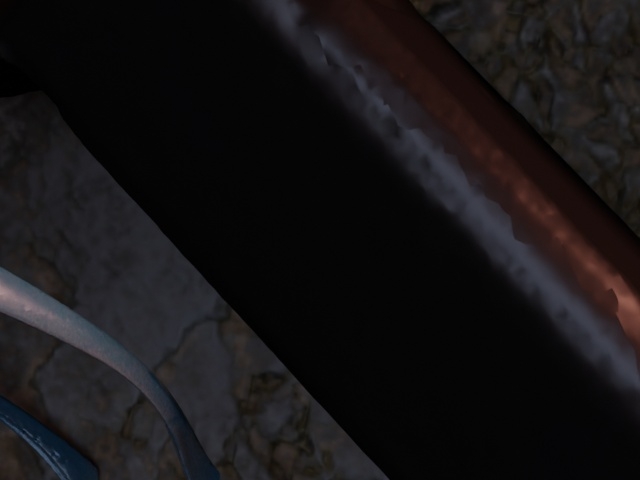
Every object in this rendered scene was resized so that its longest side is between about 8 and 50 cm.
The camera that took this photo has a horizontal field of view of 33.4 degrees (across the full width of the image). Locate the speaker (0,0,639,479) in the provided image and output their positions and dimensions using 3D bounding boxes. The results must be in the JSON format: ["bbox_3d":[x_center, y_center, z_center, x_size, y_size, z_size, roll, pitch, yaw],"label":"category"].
[{"bbox_3d":[0.000,0.000,0.445,0.388,0.180,0.184,46,107,6],"label":"speaker"}]

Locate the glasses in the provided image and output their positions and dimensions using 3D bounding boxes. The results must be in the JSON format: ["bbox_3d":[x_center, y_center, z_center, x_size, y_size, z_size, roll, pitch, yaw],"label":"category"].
[{"bbox_3d":[-0.159,0.064,0.444,0.189,0.088,0.220,-14,125,47],"label":"glasses"}]
